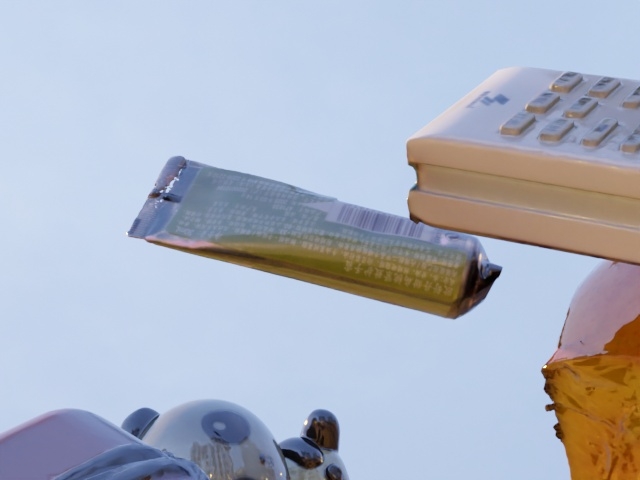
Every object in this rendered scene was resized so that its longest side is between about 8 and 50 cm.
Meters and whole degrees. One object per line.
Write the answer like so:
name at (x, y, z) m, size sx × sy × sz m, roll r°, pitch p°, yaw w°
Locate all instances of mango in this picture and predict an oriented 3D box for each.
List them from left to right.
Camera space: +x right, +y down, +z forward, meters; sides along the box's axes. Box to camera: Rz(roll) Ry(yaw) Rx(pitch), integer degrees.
mango at (0.234, 0.051, 0.879) m, size 0.138 × 0.257 × 0.187 m, roll 19°, pitch -47°, yaw 23°

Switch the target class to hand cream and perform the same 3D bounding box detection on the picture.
hand cream at (0.000, 0.000, 0.950) m, size 0.235 × 0.086 × 0.055 m, roll 14°, pitch -49°, yaw 7°

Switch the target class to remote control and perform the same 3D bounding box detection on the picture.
remote control at (0.183, -0.028, 0.656) m, size 0.277 × 0.103 × 0.055 m, roll 11°, pitch -59°, yaw 31°

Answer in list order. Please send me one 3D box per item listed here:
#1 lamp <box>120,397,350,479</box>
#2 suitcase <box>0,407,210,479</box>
lamp at (-0.083, 0.253, 1.459) m, size 0.244 × 0.198 × 0.198 m, roll 0°, pitch -31°, yaw -29°
suitcase at (-0.121, 0.239, 0.611) m, size 0.236 × 0.161 × 0.297 m, roll -26°, pitch -59°, yaw -28°
